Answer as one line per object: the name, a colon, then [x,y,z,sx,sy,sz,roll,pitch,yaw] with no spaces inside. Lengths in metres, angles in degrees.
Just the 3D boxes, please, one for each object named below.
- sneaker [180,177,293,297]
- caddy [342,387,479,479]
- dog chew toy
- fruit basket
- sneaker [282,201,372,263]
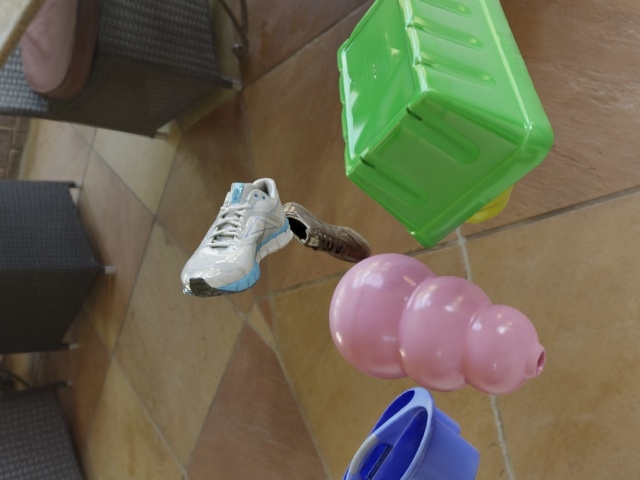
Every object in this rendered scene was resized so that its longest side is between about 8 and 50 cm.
sneaker: [-0.084,-0.011,0.561,0.071,0.190,0.082,1,113,14]
caddy: [0.149,0.460,1.138,0.341,0.179,0.241,-57,7,3]
dog chew toy: [0.177,0.138,0.892,0.332,0.207,0.206,13,98,39]
fruit basket: [0.212,-0.168,0.872,0.283,0.392,0.392,-44,59,41]
sneaker: [0.000,0.000,1.037,0.188,0.071,0.066,27,123,5]
